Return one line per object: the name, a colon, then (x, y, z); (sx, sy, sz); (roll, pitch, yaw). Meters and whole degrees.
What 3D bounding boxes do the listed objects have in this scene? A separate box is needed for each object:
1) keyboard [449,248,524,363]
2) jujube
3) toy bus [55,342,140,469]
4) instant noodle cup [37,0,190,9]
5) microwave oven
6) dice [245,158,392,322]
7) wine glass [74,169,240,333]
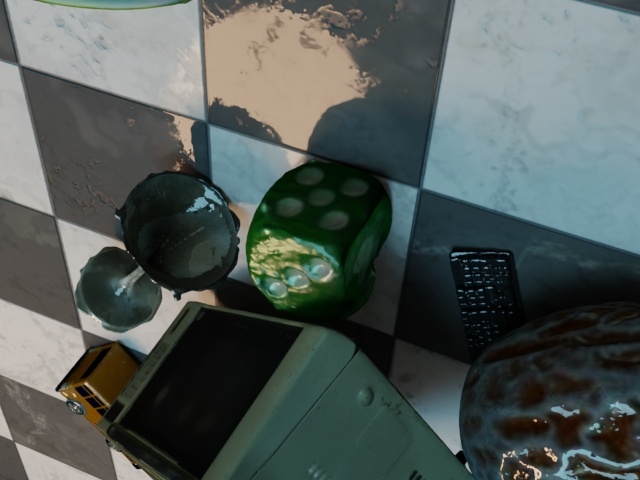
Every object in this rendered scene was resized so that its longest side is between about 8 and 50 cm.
keyboard: (0.197, 0.102, 1.000); (0.072, 0.023, 0.231); (3, 132, 25)
jujube: (0.304, 0.187, 0.873); (0.308, 0.215, 0.246); (-18, 116, 36)
toy bus: (-0.306, 0.264, 1.400); (0.114, 0.098, 0.201); (-20, 117, 42)
instant noodle cup: (-0.176, -0.336, 0.610); (0.311, 0.311, 0.221); (29, 130, 2)
microwave oven: (-0.044, 0.245, 1.033); (0.333, 0.247, 0.394); (48, 160, -20)
dice: (0.000, 0.000, 0.936); (0.120, 0.131, 0.128); (16, 138, 20)
wine glass: (-0.212, 0.027, 1.084); (0.156, 0.156, 0.232); (41, 143, -12)
